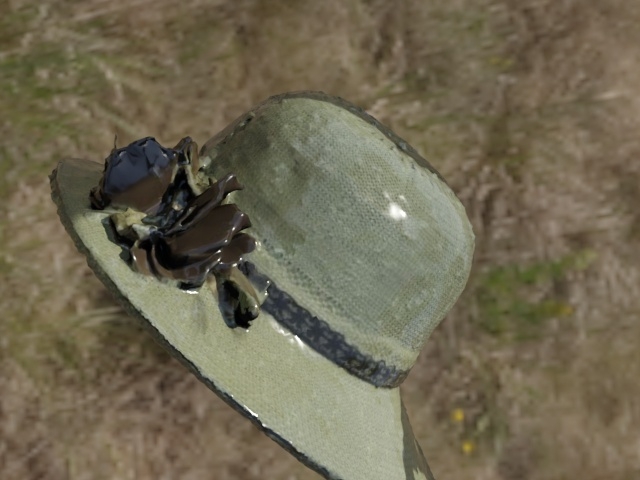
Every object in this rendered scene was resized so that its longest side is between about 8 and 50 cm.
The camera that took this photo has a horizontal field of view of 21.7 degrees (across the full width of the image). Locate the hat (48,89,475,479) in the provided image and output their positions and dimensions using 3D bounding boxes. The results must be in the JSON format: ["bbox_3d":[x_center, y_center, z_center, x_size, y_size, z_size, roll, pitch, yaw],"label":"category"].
[{"bbox_3d":[0.000,0.000,0.837,0.130,0.257,0.257,-49,139,8],"label":"hat"}]
